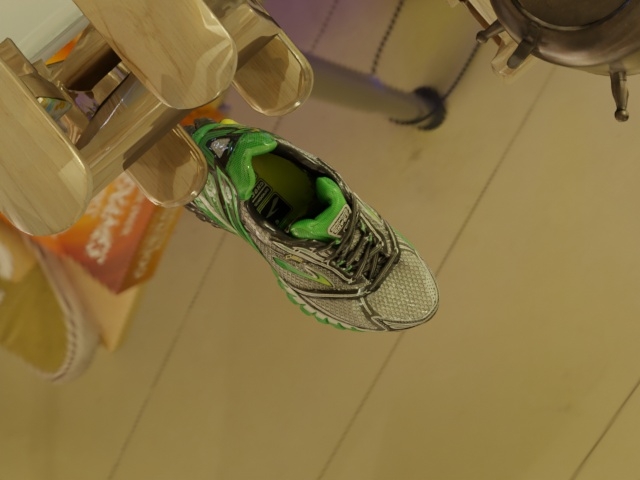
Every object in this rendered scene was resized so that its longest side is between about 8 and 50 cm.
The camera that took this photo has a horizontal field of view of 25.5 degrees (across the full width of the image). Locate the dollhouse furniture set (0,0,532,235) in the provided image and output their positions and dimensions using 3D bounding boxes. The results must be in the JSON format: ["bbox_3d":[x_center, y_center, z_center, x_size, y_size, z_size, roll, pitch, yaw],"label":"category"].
[{"bbox_3d":[-0.038,-0.133,1.099,0.394,0.362,0.256,-41,88,8],"label":"dollhouse furniture set"}]

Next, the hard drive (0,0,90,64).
[{"bbox_3d":[-0.269,-0.262,1.232,0.307,0.040,0.203,-39,80,5],"label":"hard drive"}]

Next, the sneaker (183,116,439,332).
[{"bbox_3d":[0.000,0.000,1.465,0.146,0.343,0.134,15,74,59],"label":"sneaker"}]

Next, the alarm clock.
[{"bbox_3d":[0.154,-0.170,0.729,0.129,0.064,0.192,36,108,35],"label":"alarm clock"}]
